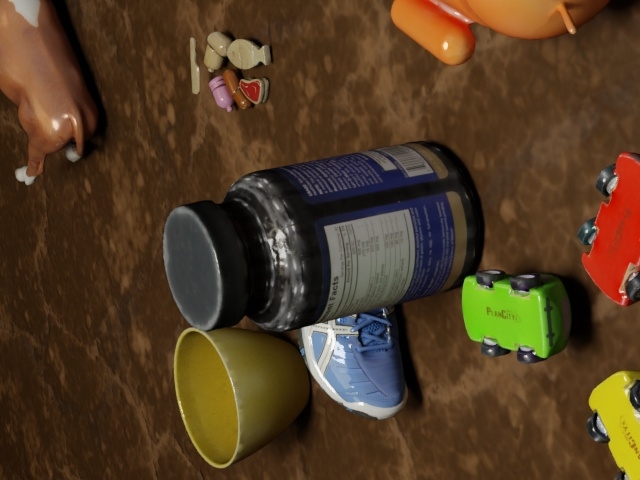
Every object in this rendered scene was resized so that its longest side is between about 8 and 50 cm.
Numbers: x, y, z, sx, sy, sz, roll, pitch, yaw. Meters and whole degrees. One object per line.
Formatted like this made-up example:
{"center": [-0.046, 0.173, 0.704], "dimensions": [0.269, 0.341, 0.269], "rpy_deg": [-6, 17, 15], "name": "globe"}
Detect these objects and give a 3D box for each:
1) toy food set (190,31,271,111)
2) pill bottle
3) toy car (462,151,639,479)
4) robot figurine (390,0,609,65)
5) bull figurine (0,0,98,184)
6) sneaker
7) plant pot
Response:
{"center": [-0.080, -0.157, 1.449], "dimensions": [0.122, 0.019, 0.077], "rpy_deg": [22, 119, 48], "name": "toy food set"}
{"center": [0.000, 0.000, 1.152], "dimensions": [0.123, 0.219, 0.122], "rpy_deg": [30, 126, 53], "name": "pill bottle"}
{"center": [0.177, 0.053, 1.031], "dimensions": [0.225, 0.053, 0.239], "rpy_deg": [11, 109, 60], "name": "toy car"}
{"center": [0.112, -0.205, 0.977], "dimensions": [0.219, 0.158, 0.128], "rpy_deg": [39, 155, 50], "name": "robot figurine"}
{"center": [-0.345, -0.222, 1.812], "dimensions": [0.310, 0.101, 0.188], "rpy_deg": [70, 154, 19], "name": "bull figurine"}
{"center": [0.021, 0.048, 1.277], "dimensions": [0.211, 0.080, 0.081], "rpy_deg": [69, 153, 15], "name": "sneaker"}
{"center": [-0.067, 0.138, 1.451], "dimensions": [0.134, 0.095, 0.134], "rpy_deg": [30, 126, 53], "name": "plant pot"}
